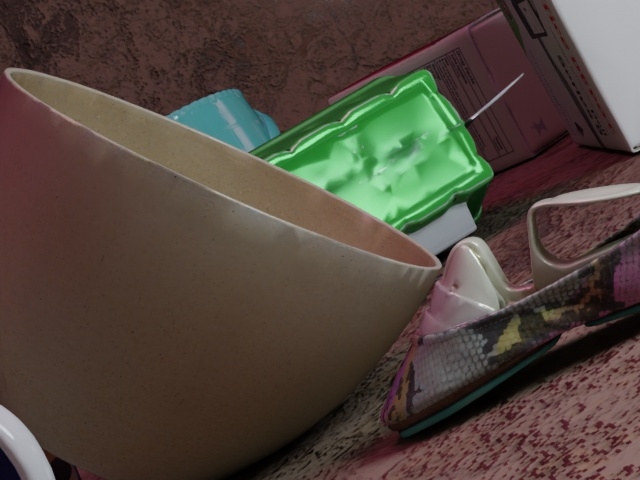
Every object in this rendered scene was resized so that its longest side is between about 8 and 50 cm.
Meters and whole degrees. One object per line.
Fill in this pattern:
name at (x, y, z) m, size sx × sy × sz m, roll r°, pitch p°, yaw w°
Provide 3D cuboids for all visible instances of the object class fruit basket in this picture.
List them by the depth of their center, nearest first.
fruit basket at (0.000, 0.000, 1.604) m, size 0.327 × 0.165 × 0.353 m, roll -31°, pitch -10°, yaw -24°

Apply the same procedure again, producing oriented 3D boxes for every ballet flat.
ballet flat at (0.115, 0.021, 0.941) m, size 0.221 × 0.079 × 0.077 m, roll -28°, pitch 6°, yaw 18°

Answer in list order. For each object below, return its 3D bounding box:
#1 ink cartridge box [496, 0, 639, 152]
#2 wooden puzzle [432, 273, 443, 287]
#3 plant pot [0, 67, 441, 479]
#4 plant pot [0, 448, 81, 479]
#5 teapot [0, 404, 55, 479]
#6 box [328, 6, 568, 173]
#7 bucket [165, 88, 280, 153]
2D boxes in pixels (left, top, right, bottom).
ink cartridge box at (0.246, -0.190, 1.605) m, size 0.115 × 0.198 × 0.273 m, roll -29°, pitch 5°, yaw 0°
wooden puzzle at (0.058, 0.049, 1.382) m, size 0.083 × 0.006 × 0.049 m, roll -28°, pitch 5°, yaw 16°
plant pot at (-0.096, 0.040, 1.113) m, size 0.284 × 0.284 × 0.191 m, roll -79°, pitch 14°, yaw -83°
plant pot at (-0.316, 0.145, 1.282) m, size 0.212 × 0.236 × 0.236 m, roll -16°, pitch 12°, yaw 46°
teapot at (-0.306, 0.148, 1.007) m, size 0.256 × 0.187 × 0.252 m, roll -9°, pitch 20°, yaw -30°
box at (0.147, -0.142, 1.952) m, size 0.127 × 0.148 × 0.232 m, roll -33°, pitch 7°, yaw -41°
bucket at (-0.136, -0.018, 1.899) m, size 0.281 × 0.183 × 0.281 m, roll -31°, pitch -3°, yaw -2°
